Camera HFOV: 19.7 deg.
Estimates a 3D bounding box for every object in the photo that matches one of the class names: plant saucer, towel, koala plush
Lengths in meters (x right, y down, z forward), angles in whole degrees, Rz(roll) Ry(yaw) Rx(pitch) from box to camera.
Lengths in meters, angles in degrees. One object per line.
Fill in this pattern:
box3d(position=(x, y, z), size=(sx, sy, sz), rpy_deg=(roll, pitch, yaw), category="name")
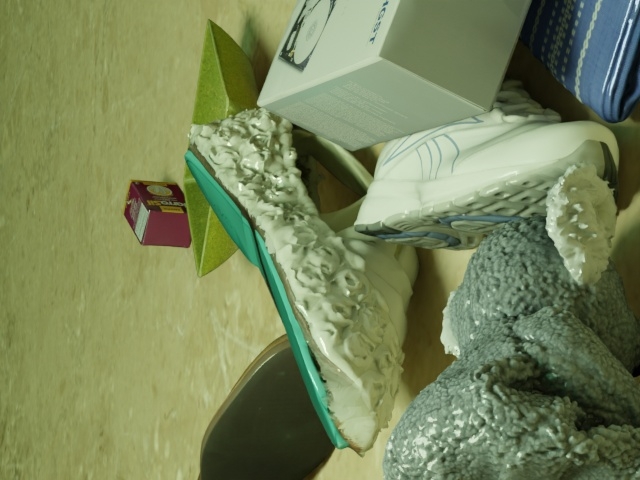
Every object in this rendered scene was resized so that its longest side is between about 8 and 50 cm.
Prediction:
box3d(position=(-0.090, -0.088, 1.753), size=(0.188, 0.045, 0.188), rpy_deg=(-105, 23, -58), category="plant saucer")
box3d(position=(0.171, -0.253, 1.258), size=(0.336, 0.040, 0.243), rpy_deg=(-121, 40, -55), category="towel")
box3d(position=(0.135, 0.073, 1.111), size=(0.196, 0.203, 0.221), rpy_deg=(126, 153, -49), category="koala plush")

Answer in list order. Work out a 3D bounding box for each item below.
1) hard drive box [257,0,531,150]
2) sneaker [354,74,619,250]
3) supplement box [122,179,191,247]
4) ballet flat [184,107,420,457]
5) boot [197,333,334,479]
box3d(position=(0.062, -0.171, 1.280), size=(0.232, 0.089, 0.181), rpy_deg=(-11, 56, 67), category="hard drive box")
box3d(position=(0.108, -0.064, 1.276), size=(0.297, 0.111, 0.129), rpy_deg=(-4, 77, 65), category="sneaker")
box3d(position=(-0.172, -0.029, 1.957), size=(0.083, 0.055, 0.043), rpy_deg=(-129, 48, -56), category="supplement box")
box3d(position=(0.000, 0.000, 1.471), size=(0.409, 0.147, 0.147), rpy_deg=(-121, 41, -51), category="ballet flat")
box3d(position=(-0.057, 0.166, 1.617), size=(0.115, 0.112, 0.305), rpy_deg=(-95, 21, -45), category="boot")
